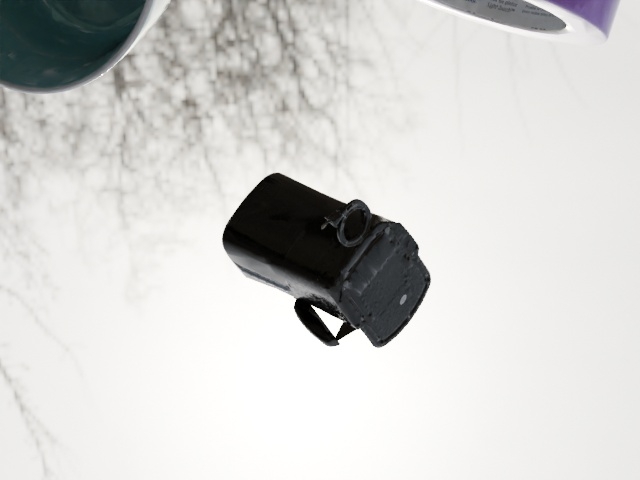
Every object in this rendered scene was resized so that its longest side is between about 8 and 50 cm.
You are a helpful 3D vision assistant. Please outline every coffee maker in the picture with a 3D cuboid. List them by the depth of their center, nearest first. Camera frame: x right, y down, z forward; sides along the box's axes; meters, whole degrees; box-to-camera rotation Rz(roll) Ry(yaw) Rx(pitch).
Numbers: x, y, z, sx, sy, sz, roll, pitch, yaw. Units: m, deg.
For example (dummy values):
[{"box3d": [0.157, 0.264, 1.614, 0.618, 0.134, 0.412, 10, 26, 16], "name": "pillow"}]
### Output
[{"box3d": [0.000, 0.000, 1.376, 0.120, 0.171, 0.178, -34, -141, -32], "name": "coffee maker"}]

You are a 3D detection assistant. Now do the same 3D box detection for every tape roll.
[{"box3d": [0.191, -0.296, 1.525, 0.274, 0.090, 0.275, 17, -179, 0], "name": "tape roll"}]

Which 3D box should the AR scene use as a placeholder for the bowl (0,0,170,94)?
[{"box3d": [-0.285, -0.329, 1.621, 0.311, 0.312, 0.163, 11, -166, 21], "name": "bowl"}]
